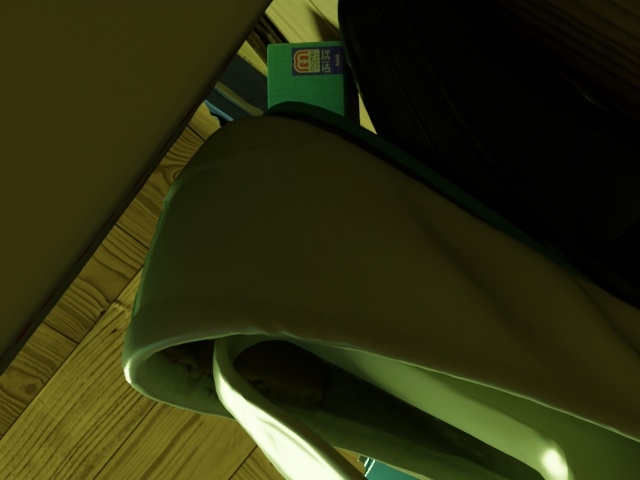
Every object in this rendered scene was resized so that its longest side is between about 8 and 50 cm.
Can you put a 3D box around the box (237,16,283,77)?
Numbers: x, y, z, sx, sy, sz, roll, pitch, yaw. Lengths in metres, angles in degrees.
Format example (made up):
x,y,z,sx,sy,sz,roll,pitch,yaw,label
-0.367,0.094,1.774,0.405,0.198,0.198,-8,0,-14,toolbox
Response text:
x,y,z,sx,sy,sz,roll,pitch,yaw,label
-0.109,-0.189,1.233,0.201,0.021,0.164,39,177,23,box

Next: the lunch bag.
x,y,z,sx,sy,sz,roll,pitch,yaw,label
-0.048,-0.102,1.438,0.098,0.065,0.067,38,178,42,lunch bag

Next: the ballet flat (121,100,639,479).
x,y,z,sx,sy,sz,roll,pitch,yaw,label
0.109,0.090,0.605,0.400,0.139,0.139,26,175,14,ballet flat

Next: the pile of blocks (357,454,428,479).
x,y,z,sx,sy,sz,roll,pitch,yaw,label
0.099,0.095,1.098,0.113,0.149,0.362,23,-166,0,pile of blocks

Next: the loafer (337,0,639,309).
x,y,z,sx,sy,sz,roll,pitch,yaw,label
0.092,-0.023,0.671,0.078,0.076,0.223,-20,119,42,loafer

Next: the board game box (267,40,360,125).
x,y,z,sx,sy,sz,roll,pitch,yaw,label
0.000,0.000,1.089,0.047,0.210,0.160,-2,173,5,board game box

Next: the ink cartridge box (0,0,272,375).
x,y,z,sx,sy,sz,roll,pitch,yaw,label
-0.151,-0.031,0.629,0.160,0.279,0.385,36,165,-5,ink cartridge box
